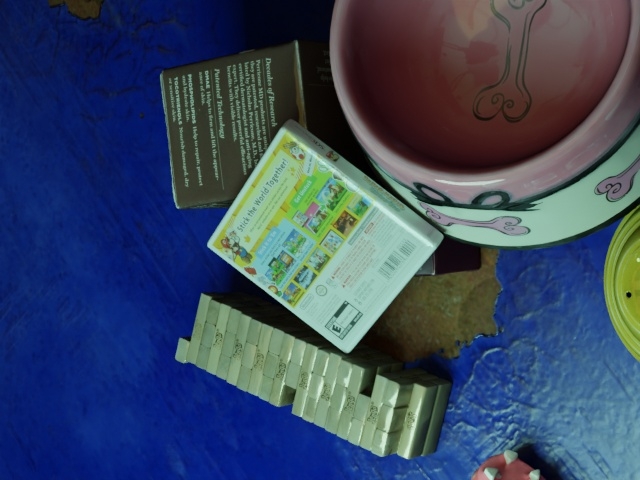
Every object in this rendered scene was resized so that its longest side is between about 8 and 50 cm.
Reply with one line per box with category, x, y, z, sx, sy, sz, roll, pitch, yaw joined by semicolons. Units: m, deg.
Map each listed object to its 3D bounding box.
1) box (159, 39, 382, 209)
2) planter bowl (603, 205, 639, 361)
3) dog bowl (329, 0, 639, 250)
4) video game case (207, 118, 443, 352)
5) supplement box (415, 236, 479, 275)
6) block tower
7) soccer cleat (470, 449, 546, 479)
box;-0.051;-0.130;1.896;0.203;0.168;0.167;-8;87;35
planter bowl;0.366;0.045;1.652;0.217;0.090;0.217;1;92;36
dog bowl;0.188;-0.203;1.674;0.408;0.150;0.408;-6;77;24
video game case;0.000;0.000;1.789;0.206;0.026;0.227;38;137;1
supplement box;0.074;0.002;1.851;0.188;0.104;0.080;-4;90;36
block tower;-0.013;0.151;1.927;0.335;0.091;0.097;20;102;33
soccer cleat;0.261;0.327;1.755;0.248;0.083;0.095;39;142;23
